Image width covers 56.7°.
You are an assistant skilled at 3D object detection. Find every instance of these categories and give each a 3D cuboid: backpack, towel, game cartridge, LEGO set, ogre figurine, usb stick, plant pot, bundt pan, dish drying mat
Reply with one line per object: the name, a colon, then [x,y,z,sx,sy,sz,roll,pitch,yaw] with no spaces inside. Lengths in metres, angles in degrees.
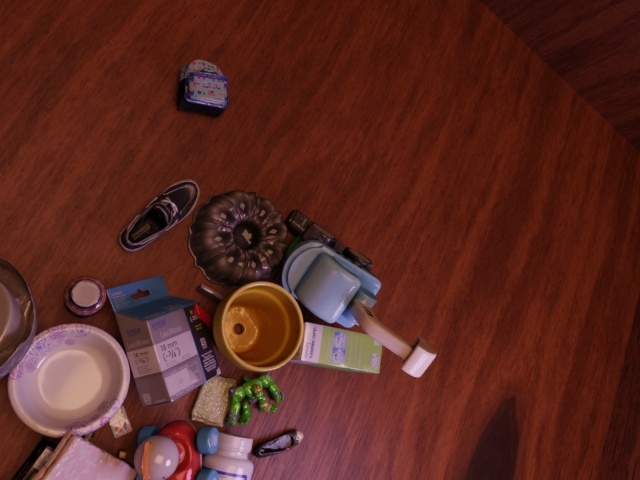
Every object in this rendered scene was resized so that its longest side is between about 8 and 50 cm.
backpack: [-0.372,-0.500,1.896,0.158,0.117,0.173,7,74,-28]
towel: [-0.321,0.477,1.782,0.110,0.027,0.148,24,71,-21]
game cartridge: [-0.337,0.163,1.818,0.083,0.056,0.017,35,58,-18]
LEGO set: [-0.614,0.499,1.604,0.182,0.060,0.244,-20,91,-26]
towel: [-0.627,0.656,1.453,0.317,0.053,0.332,-57,151,-26]
ogre figurine: [-0.206,0.479,1.811,0.197,0.097,0.118,-14,105,-15]
usb stick: [0.000,0.000,2.039,0.278,0.045,0.077,38,66,-16]
plant pot: [-0.212,0.258,1.762,0.254,0.239,0.254,6,78,-27]
bundt pan: [-0.243,-0.011,1.866,0.331,0.124,0.330,5,78,-27]
dish drying mat: [-0.344,0.217,1.734,0.083,0.008,0.032,53,27,-40]

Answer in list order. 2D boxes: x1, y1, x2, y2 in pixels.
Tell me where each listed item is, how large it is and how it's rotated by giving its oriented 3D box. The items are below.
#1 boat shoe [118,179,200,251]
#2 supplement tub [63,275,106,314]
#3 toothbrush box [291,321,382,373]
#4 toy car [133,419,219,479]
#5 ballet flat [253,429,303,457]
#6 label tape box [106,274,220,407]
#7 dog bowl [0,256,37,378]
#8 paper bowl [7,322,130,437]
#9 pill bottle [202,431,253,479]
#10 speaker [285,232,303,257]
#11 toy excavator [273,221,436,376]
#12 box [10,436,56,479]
boat shoe: [-0.469,-0.083,1.768,0.301,0.102,0.108,-43,101,-28]
supplement tub: [-0.627,0.149,1.578,0.106,0.198,0.106,5,77,-22]
toothbrush box: [0.024,0.345,1.892,0.283,0.206,0.122,13,75,-25]
toy car: [-0.412,0.586,1.545,0.219,0.238,0.210,-3,79,15]
ballet flat: [-0.126,0.637,1.843,0.173,0.049,0.057,-13,87,-30]
label tape box: [-0.430,0.261,1.657,0.241,0.106,0.333,-17,89,-66]
dog bowl: [-0.858,0.202,1.431,0.349,0.102,0.348,2,65,-4]
paper bowl: [-0.645,0.367,1.541,0.284,0.148,0.284,7,68,-18]
pill bottle: [-0.277,0.695,1.692,0.152,0.152,0.272,19,71,-24]
speaker: [0.029,0.103,1.985,0.296,0.131,0.131,39,65,-16]
toy excavator: [0.091,0.186,1.717,0.433,0.445,0.222,32,100,-15]
box: [-0.722,0.586,1.454,0.045,0.184,0.190,40,65,-18]
